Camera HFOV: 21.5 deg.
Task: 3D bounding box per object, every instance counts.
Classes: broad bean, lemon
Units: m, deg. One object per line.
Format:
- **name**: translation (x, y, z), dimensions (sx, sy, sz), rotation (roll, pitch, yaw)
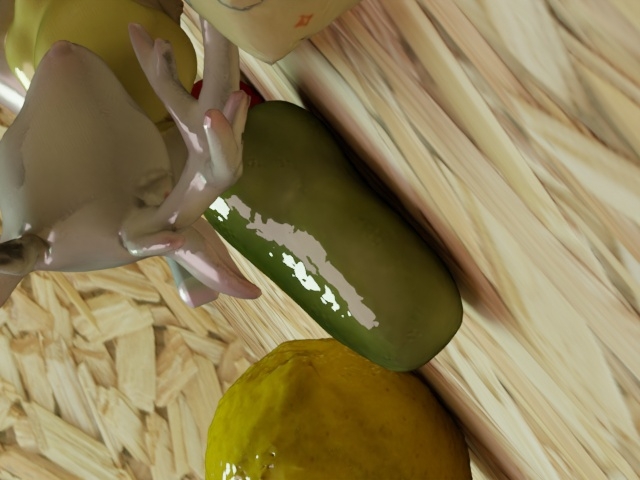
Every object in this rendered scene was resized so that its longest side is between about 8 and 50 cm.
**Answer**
- **broad bean**: translation (0.000, 0.000, 0.911), dimensions (0.174, 0.082, 0.124), rotation (51, 171, 5)
- **lemon**: translation (0.016, 0.184, 1.296), dimensions (0.204, 0.204, 0.260), rotation (41, 160, 52)

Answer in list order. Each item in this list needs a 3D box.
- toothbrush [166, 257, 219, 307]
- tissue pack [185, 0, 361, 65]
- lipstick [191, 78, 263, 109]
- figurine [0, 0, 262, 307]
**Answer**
- **toothbrush**: translation (-0.130, -0.104, 1.059), dimensions (0.030, 0.025, 0.342), rotation (80, 167, -64)
- **tissue pack**: translation (-0.048, -0.154, 0.404), dimensions (0.148, 0.092, 0.196), rotation (47, 173, 27)
- **lipstick**: translation (-0.082, -0.064, 1.149), dimensions (0.073, 0.073, 0.279), rotation (51, 172, -6)
- **figurine**: translation (-0.136, -0.090, 0.769), dimensions (0.316, 0.206, 0.284), rotation (-121, 15, -49)
